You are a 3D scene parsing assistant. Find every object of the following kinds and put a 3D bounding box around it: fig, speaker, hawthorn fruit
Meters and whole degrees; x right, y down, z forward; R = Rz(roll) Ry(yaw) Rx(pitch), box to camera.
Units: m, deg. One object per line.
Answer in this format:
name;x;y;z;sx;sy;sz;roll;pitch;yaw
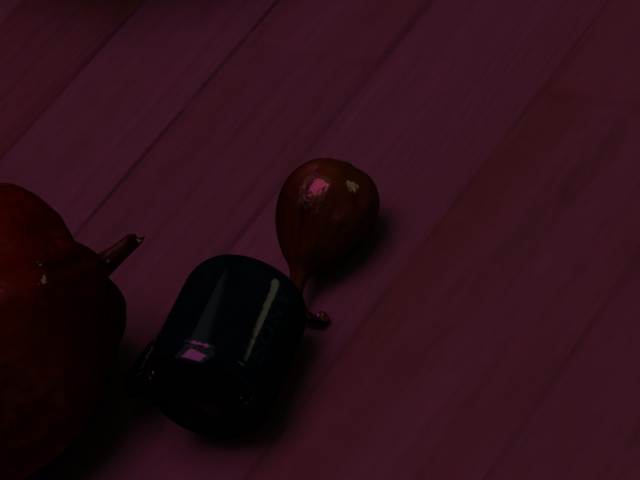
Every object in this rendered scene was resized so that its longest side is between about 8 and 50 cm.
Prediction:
fig;0.000;0.000;0.849;0.050;0.050;0.083;-3;66;33
speaker;-0.057;0.048;0.817;0.094;0.060;0.075;-4;45;32
hawthorn fruit;-0.187;0.047;0.832;0.179;0.173;0.173;-10;44;28
